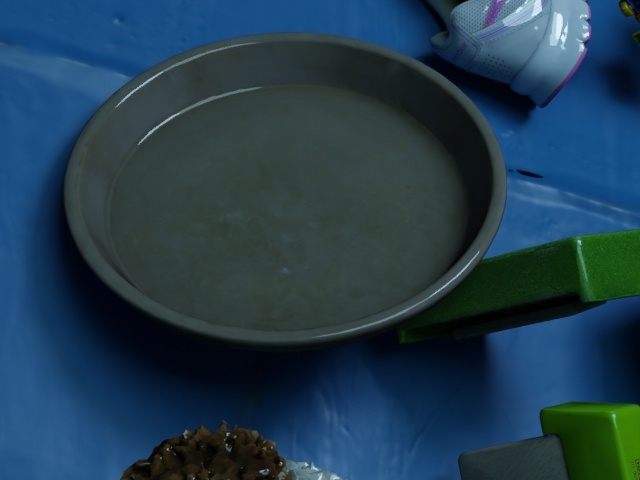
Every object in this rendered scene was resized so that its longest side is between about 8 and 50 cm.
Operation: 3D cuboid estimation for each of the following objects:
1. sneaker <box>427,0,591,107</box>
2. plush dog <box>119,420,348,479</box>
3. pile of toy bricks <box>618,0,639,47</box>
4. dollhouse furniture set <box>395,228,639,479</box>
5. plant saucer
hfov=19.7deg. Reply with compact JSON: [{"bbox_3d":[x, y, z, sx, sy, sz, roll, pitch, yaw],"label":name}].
[{"bbox_3d":[0.133,-0.224,1.385,0.111,0.103,0.252,13,53,-19],"label":"sneaker"},{"bbox_3d":[-0.015,0.204,0.951,0.262,0.225,0.210,41,51,5],"label":"plush dog"},{"bbox_3d":[0.291,-0.189,1.387,0.212,0.118,0.105,42,38,-31],"label":"pile of toy bricks"},{"bbox_3d":[0.215,0.097,1.234,0.301,0.151,0.197,-5,81,-47],"label":"dollhouse furniture set"},{"bbox_3d":[-0.022,-0.030,1.166,0.278,0.041,0.278,0,46,0],"label":"plant saucer"}]
